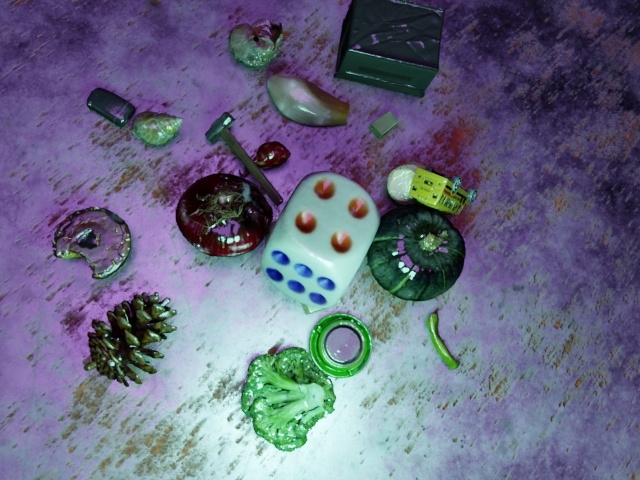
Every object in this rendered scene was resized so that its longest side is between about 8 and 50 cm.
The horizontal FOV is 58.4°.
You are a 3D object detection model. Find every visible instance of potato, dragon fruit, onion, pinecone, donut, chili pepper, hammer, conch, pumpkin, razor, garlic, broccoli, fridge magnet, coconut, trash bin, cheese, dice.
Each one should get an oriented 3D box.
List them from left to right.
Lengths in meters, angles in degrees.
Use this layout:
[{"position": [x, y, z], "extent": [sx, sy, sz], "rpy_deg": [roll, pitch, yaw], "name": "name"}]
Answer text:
[{"position": [-0.705, 0.007, 1.790], "extent": [0.230, 0.096, 0.216], "rpy_deg": [18, 73, -4], "name": "donut"}, {"position": [-0.702, -0.449, 1.914], "extent": [0.148, 0.054, 0.090], "rpy_deg": [30, 71, -2], "name": "razor"}, {"position": [-0.551, 0.288, 1.687], "extent": [0.244, 0.244, 0.309], "rpy_deg": [44, 64, 3], "name": "pinecone"}, {"position": [-0.553, -0.377, 1.899], "extent": [0.172, 0.106, 0.116], "rpy_deg": [31, 56, 14], "name": "conch"}, {"position": [-0.303, -0.074, 1.814], "extent": [0.313, 0.232, 0.314], "rpy_deg": [6, 52, -8], "name": "onion"}, {"position": [-0.244, -0.260, 1.902], "extent": [0.111, 0.043, 0.365], "rpy_deg": [-42, 78, 16], "name": "hammer"}, {"position": [-0.210, -0.690, 1.980], "extent": [0.163, 0.245, 0.178], "rpy_deg": [30, 91, -40], "name": "conch"}, {"position": [-0.196, -0.279, 1.939], "extent": [0.190, 0.094, 0.094], "rpy_deg": [-22, 81, -1], "name": "dragon fruit"}, {"position": [-0.146, -0.046, 1.908], "extent": [0.127, 0.050, 0.235], "rpy_deg": [-24, 82, -13], "name": "cheese"}, {"position": [-0.082, 0.466, 1.702], "extent": [0.307, 0.275, 0.308], "rpy_deg": [15, 66, -36], "name": "broccoli"}, {"position": [-0.043, -0.485, 2.007], "extent": [0.318, 0.112, 0.143], "rpy_deg": [21, 72, -15], "name": "garlic"}, {"position": [-0.001, 0.197, 1.859], "extent": [0.122, 0.086, 0.061], "rpy_deg": [-18, 78, -18], "name": "potato"}, {"position": [0.000, 0.000, 1.726], "extent": [0.276, 0.304, 0.304], "rpy_deg": [30, 58, 0], "name": "dice"}, {"position": [0.066, 0.336, 1.834], "extent": [0.207, 0.088, 0.208], "rpy_deg": [2, 77, -8], "name": "fridge magnet"}, {"position": [0.229, -0.417, 2.053], "extent": [0.092, 0.043, 0.061], "rpy_deg": [-40, 86, -16], "name": "trash bin"}, {"position": [0.306, -0.198, 1.966], "extent": [0.147, 0.152, 0.147], "rpy_deg": [4, 101, 20], "name": "coconut"}, {"position": [0.307, 0.039, 1.858], "extent": [0.323, 0.241, 0.324], "rpy_deg": [3, 76, -12], "name": "pumpkin"}, {"position": [0.401, 0.335, 1.906], "extent": [0.052, 0.050, 0.202], "rpy_deg": [-19, 83, -52], "name": "chili pepper"}]

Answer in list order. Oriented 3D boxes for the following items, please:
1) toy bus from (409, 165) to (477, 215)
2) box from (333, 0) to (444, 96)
[{"position": [0.408, -0.156, 1.891], "extent": [0.121, 0.335, 0.123], "rpy_deg": [24, 96, 29], "name": "toy bus"}, {"position": [0.244, -0.698, 2.035], "extent": [0.344, 0.204, 0.251], "rpy_deg": [10, 76, -6], "name": "box"}]
